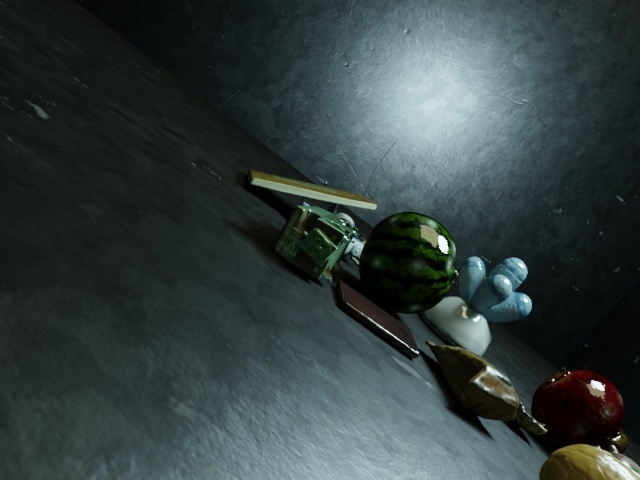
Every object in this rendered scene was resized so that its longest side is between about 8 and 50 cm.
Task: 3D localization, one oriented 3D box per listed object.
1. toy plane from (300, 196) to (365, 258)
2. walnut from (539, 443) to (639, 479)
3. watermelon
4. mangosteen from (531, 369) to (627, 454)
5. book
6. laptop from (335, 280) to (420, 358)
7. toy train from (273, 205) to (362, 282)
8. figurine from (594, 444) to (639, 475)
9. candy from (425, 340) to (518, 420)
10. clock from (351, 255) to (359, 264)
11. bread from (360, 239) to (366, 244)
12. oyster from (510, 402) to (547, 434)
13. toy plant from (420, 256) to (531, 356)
[{"bbox_3d":[0.041,-0.039,1.587,0.266,0.123,0.267,37,12,-9],"label":"toy plane"},{"bbox_3d":[0.412,0.395,0.755,0.159,0.159,0.207,33,9,-30],"label":"walnut"},{"bbox_3d":[0.227,0.060,1.349,0.269,0.269,0.269,37,9,-7],"label":"watermelon"},{"bbox_3d":[0.646,0.450,1.278,0.258,0.215,0.215,65,17,16],"label":"mangosteen"},{"bbox_3d":[-0.037,-0.163,1.646,0.388,0.032,0.269,11,10,-12],"label":"book"},{"bbox_3d":[0.122,0.172,1.145,0.207,0.026,0.154,35,11,-10],"label":"laptop"},{"bbox_3d":[0.000,0.000,1.211,0.159,0.129,0.326,33,9,7],"label":"toy train"},{"bbox_3d":[0.652,0.524,1.136,0.138,0.125,0.125,42,9,10],"label":"figurine"},{"bbox_3d":[0.320,0.289,1.118,0.143,0.101,0.271,31,4,-10],"label":"candy"},{"bbox_3d":[0.131,0.077,1.704,0.074,0.010,0.083,39,9,2],"label":"clock"},{"bbox_3d":[0.155,0.039,1.763,0.074,0.053,0.132,37,14,6],"label":"bread"},{"bbox_3d":[0.456,0.402,1.211,0.103,0.051,0.148,30,-4,-29],"label":"oyster"},{"bbox_3d":[0.502,0.184,1.606,0.247,0.332,0.247,39,8,-6],"label":"toy plant"}]
